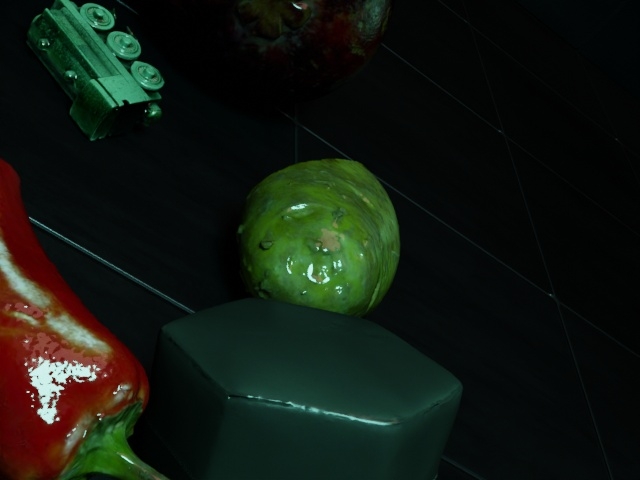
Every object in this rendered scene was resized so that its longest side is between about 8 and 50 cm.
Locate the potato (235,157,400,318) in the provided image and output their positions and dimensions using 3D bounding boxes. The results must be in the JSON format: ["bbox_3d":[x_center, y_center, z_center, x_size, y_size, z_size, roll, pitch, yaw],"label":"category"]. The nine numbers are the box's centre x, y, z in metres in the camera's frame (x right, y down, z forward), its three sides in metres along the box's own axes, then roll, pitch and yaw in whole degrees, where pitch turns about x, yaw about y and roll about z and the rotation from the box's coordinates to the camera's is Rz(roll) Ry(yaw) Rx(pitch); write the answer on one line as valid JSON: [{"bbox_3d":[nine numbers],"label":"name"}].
[{"bbox_3d":[0.000,0.000,1.146,0.176,0.141,0.298,55,18,-8],"label":"potato"}]

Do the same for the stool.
[{"bbox_3d":[-0.019,0.142,0.832,0.232,0.141,0.232,13,16,-4],"label":"stool"}]

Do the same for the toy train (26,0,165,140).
[{"bbox_3d":[-0.239,-0.184,1.151,0.170,0.071,0.111,50,34,13],"label":"toy train"}]

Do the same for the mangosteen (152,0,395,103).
[{"bbox_3d":[-0.058,-0.333,1.371,0.306,0.306,0.359,35,17,-18],"label":"mangosteen"}]

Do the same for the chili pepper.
[{"bbox_3d":[-0.188,0.101,0.722,0.338,0.134,0.131,52,25,21],"label":"chili pepper"}]
